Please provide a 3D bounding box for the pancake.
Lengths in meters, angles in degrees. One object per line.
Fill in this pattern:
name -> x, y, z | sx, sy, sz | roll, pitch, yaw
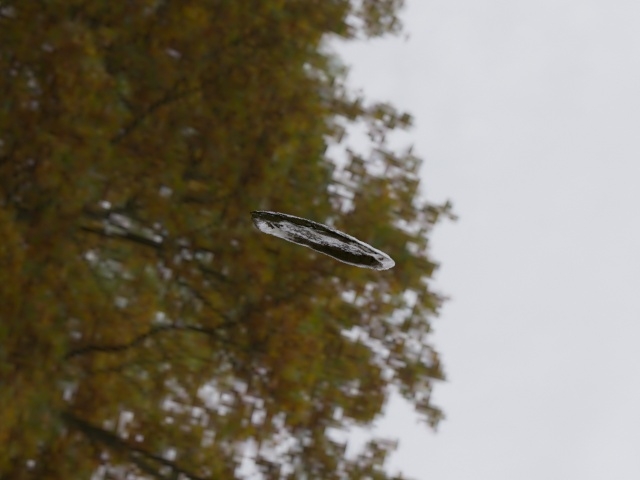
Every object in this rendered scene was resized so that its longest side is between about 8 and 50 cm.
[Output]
pancake -> 0.000, -0.001, 1.158 | 0.115, 0.115, 0.011 | 9, -103, 49
